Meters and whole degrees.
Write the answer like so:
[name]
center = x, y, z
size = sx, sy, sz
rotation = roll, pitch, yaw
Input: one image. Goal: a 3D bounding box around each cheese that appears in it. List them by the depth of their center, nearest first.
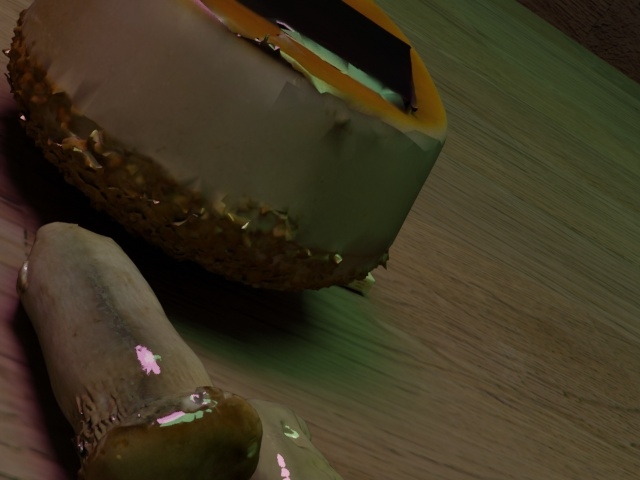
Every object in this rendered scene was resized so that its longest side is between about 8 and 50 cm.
[cheese]
center = 0.008, 0.150, 0.635
size = 0.065, 0.043, 0.194
rotation = 18, 26, -42

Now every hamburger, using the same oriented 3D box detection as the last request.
[hamburger]
center = -0.059, -0.084, 0.862
size = 0.276, 0.179, 0.294
rotation = 30, 23, -13

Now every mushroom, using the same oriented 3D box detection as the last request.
[mushroom]
center = -0.097, 0.048, 0.646
size = 0.084, 0.071, 0.209
rotation = -12, 37, -21

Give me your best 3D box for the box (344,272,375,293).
[box]
center = 0.000, 0.000, 1.015
size = 0.058, 0.015, 0.093
rotation = 25, 21, -37
